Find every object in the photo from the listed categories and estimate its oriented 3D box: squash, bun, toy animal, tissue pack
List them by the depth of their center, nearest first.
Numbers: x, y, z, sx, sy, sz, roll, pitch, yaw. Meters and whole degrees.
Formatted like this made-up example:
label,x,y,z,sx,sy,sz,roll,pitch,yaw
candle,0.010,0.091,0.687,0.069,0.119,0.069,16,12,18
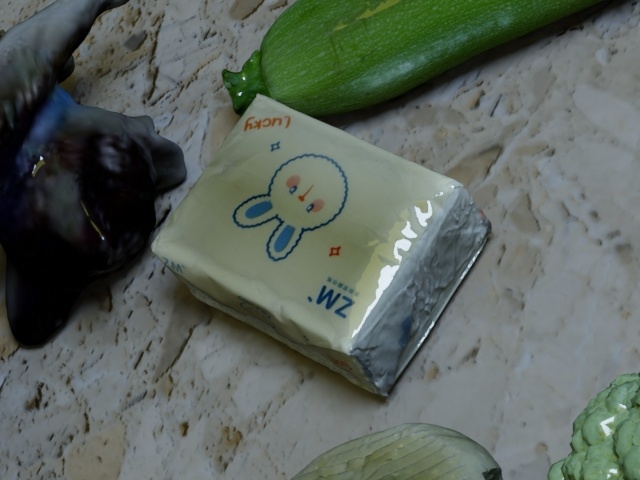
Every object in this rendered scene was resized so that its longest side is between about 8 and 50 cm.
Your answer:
label,x,y,z,sx,sy,sz,roll,pitch,yaw
bun,0.052,0.204,1.059,0.193,0.128,0.178,-26,29,31
tissue pack,0.000,0.000,1.227,0.196,0.092,0.148,26,76,33
toy animal,-0.247,-0.024,1.266,0.194,0.344,0.302,-35,70,53
squash,0.105,-0.184,1.268,0.395,0.107,0.107,-23,56,14

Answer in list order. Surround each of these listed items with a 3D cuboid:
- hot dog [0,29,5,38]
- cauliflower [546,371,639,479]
label,x,y,z,sx,sy,sz,roll,pitch,yaw
hot dog,-0.359,-0.093,1.462,0.270,0.082,0.162,-40,52,3
cauliflower,0.239,0.211,0.937,0.250,0.275,0.272,-3,38,-12
